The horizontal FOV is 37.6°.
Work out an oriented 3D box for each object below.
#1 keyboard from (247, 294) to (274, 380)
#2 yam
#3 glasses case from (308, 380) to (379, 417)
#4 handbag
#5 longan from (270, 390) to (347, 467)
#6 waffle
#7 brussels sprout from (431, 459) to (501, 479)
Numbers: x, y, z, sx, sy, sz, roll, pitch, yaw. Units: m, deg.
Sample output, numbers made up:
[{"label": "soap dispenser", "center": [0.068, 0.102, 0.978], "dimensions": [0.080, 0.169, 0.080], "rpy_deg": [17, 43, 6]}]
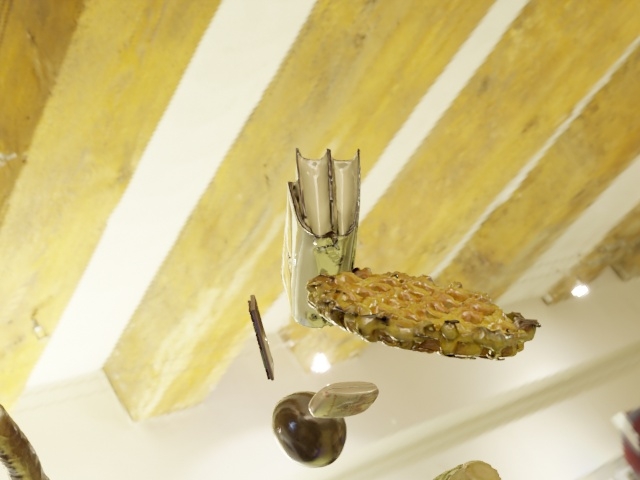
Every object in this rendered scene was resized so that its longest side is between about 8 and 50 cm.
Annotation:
[{"label": "keyboard", "center": [-0.110, 0.179, 1.726], "dimensions": [0.017, 0.055, 0.166], "rpy_deg": [-11, -60, 3]}, {"label": "yam", "center": [-0.504, 0.366, 1.563], "dimensions": [0.066, 0.066, 0.300], "rpy_deg": [-26, -41, -17]}, {"label": "glasses case", "center": [0.053, 0.348, 2.051], "dimensions": [0.204, 0.051, 0.081], "rpy_deg": [5, -53, -49]}, {"label": "handbag", "center": [0.000, 0.000, 1.995], "dimensions": [0.160, 0.237, 0.359], "rpy_deg": [-1, -36, -4]}, {"label": "longan", "center": [-0.025, 0.471, 2.350], "dimensions": [0.198, 0.198, 0.212], "rpy_deg": [-31, -64, -5]}, {"label": "waffle", "center": [0.163, 0.127, 1.639], "dimensions": [0.379, 0.382, 0.095], "rpy_deg": [9, -83, -17]}, {"label": "brussels sprout", "center": [0.213, 0.424, 1.412], "dimensions": [0.145, 0.131, 0.183], "rpy_deg": [-12, -68, -1]}]
